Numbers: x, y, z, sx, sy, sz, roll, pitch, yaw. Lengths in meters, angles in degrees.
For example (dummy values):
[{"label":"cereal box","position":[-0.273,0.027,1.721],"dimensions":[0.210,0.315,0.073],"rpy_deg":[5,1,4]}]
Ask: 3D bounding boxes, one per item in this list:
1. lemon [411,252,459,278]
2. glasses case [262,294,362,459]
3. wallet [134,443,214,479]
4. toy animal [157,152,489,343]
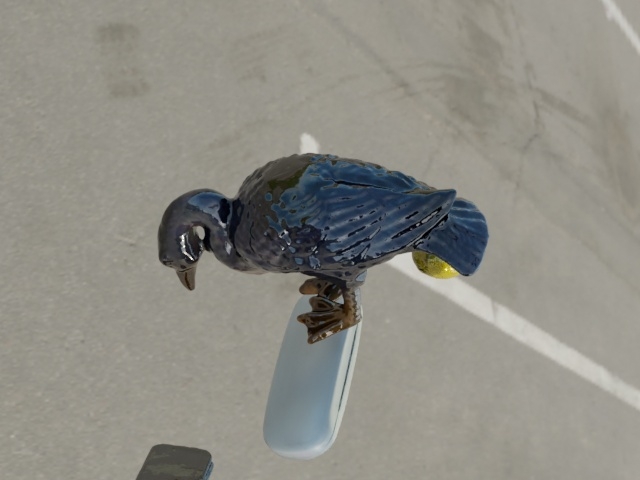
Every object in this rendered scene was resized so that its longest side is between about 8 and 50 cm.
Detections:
[{"label":"lemon","position":[0.127,0.008,1.028],"dimensions":[0.083,0.062,0.062],"rpy_deg":[-26,102,-53]},{"label":"glasses case","position":[-0.006,0.132,1.031],"dimensions":[0.049,0.076,0.197],"rpy_deg":[59,35,-46]},{"label":"wallet","position":[-0.170,0.276,1.110],"dimensions":[0.156,0.082,0.018],"rpy_deg":[-67,160,-67]},{"label":"toy animal","position":[0.000,0.000,0.929],"dimensions":[0.122,0.298,0.185],"rpy_deg":[-77,149,-47]}]
